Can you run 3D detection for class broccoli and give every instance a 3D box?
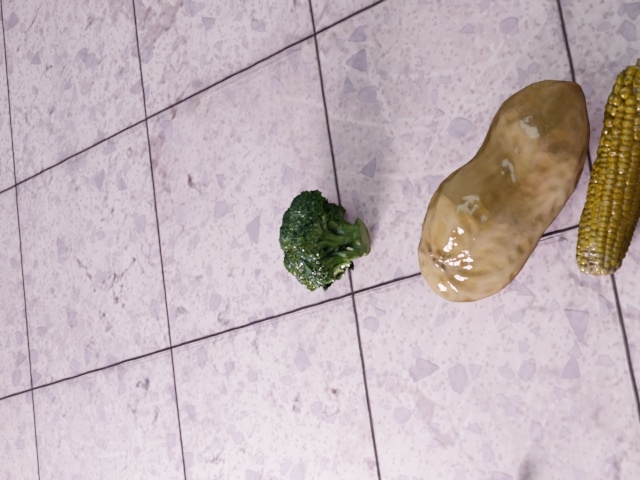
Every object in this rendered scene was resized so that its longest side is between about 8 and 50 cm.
[{"bbox_3d":[0.000,0.000,1.998,0.156,0.195,0.196,-1,85,22],"label":"broccoli"}]

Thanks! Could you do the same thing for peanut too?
[{"bbox_3d":[0.275,-0.076,1.733,0.169,0.192,0.387,50,118,42],"label":"peanut"}]

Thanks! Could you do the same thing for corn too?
[{"bbox_3d":[0.436,-0.104,1.658,0.097,0.097,0.320,18,99,42],"label":"corn"}]
